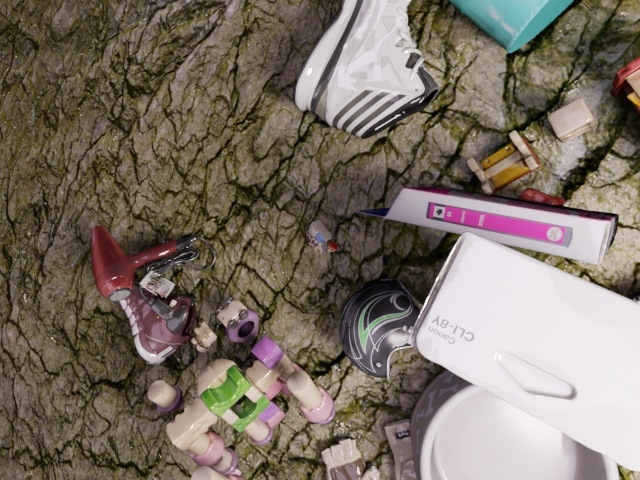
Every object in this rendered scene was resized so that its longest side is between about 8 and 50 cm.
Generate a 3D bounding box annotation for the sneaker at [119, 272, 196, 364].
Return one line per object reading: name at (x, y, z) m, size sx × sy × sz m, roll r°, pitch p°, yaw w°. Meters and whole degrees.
sneaker at (-0.392, 0.144, 1.034) m, size 0.162 × 0.106 × 0.281 m, roll -29°, pitch 77°, yaw 0°

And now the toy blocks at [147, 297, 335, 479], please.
toy blocks at (-0.152, 0.349, 0.887) m, size 0.288 × 0.260 × 0.309 m, roll -42°, pitch 47°, yaw -16°

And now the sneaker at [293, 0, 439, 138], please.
sneaker at (0.158, -0.410, 0.845) m, size 0.257 × 0.169 × 0.447 m, roll 33°, pitch 106°, yaw 9°

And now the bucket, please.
bucket at (0.352, -0.475, 0.705) m, size 0.281 × 0.281 × 0.183 m, roll -43°, pitch 84°, yaw 13°

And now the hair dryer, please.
hair dryer at (-0.420, 0.053, 0.999) m, size 0.293 × 0.080 × 0.223 m, roll 26°, pitch 52°, yaw 1°

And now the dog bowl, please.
dog bowl at (0.327, 0.384, 0.734) m, size 0.349 × 0.102 × 0.348 m, roll -1°, pitch 85°, yaw 10°

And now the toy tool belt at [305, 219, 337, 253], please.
toy tool belt at (0.000, 0.000, 0.922) m, size 0.083 × 0.052 × 0.051 m, roll 54°, pitch 135°, yaw 17°

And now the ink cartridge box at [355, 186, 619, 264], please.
ink cartridge box at (0.260, -0.043, 0.693) m, size 0.371 × 0.176 × 0.069 m, roll 13°, pitch 104°, yaw 36°

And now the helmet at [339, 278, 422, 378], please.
helmet at (0.114, 0.170, 0.811) m, size 0.161 × 0.169 × 0.169 m, roll -32°, pitch 77°, yaw 0°

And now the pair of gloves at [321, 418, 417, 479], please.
pair of gloves at (0.128, 0.487, 0.853) m, size 0.240 × 0.042 × 0.204 m, roll -27°, pitch 75°, yaw 14°

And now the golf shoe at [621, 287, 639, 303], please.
golf shoe at (0.600, 0.110, 0.688) m, size 0.198 × 0.077 × 0.094 m, roll -15°, pitch 83°, yaw 19°

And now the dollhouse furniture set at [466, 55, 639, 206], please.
dollhouse furniture set at (0.482, -0.150, 0.727) m, size 0.374 × 0.152 × 0.201 m, roll -33°, pitch 77°, yaw 33°

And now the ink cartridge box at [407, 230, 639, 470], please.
ink cartridge box at (0.309, 0.119, 0.625) m, size 0.279 × 0.385 × 0.160 m, roll 25°, pitch 96°, yaw 18°
